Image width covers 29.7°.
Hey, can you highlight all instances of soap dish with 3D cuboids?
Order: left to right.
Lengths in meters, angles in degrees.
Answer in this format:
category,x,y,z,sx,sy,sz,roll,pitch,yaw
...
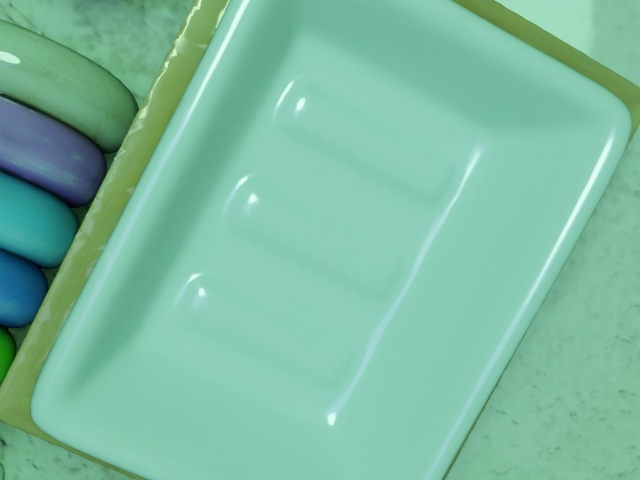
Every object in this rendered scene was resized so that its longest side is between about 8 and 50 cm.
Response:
category,x,y,z,sx,sy,sz,roll,pitch,yaw
soap dish,0.000,0.000,0.618,0.229,0.118,0.291,26,96,-15

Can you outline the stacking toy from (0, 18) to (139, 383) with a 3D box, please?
category,x,y,z,sx,sy,sz,roll,pitch,yaw
stacking toy,-0.212,0.054,0.616,0.141,0.141,0.330,19,82,3

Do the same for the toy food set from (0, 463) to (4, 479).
category,x,y,z,sx,sy,sz,roll,pitch,yaw
toy food set,-0.286,0.155,0.670,0.217,0.071,0.128,17,80,-9
